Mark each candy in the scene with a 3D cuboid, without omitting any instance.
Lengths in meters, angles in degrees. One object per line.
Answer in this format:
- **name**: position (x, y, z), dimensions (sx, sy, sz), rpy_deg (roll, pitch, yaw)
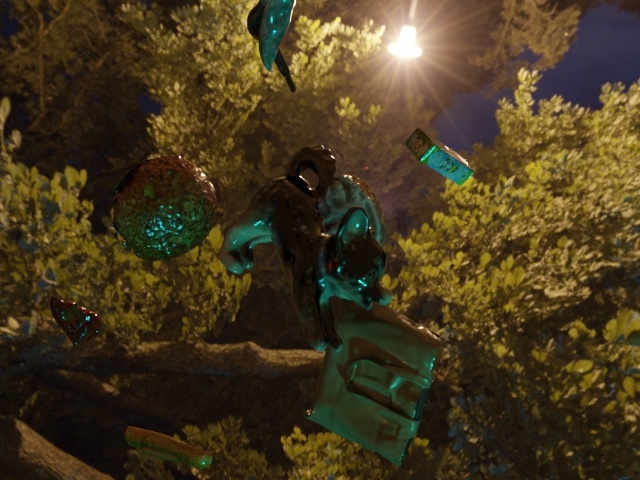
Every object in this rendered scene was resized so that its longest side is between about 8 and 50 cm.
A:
- **candy**: position (0.091, -0.071, 1.388), dimensions (0.157, 0.214, 0.289), rpy_deg (-18, -95, -61)
- **candy**: position (0.330, -0.229, 1.203), dimensions (0.194, 0.062, 0.097), rpy_deg (20, -147, -37)

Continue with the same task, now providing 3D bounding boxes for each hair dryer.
- **hair dryer**: position (-0.106, -0.469, 1.066), dimensions (0.075, 0.219, 0.195), rpy_deg (-29, -167, -9)

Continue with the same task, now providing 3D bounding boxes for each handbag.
- **handbag**: position (0.113, 0.294, 0.954), dimensions (0.253, 0.316, 0.109), rpy_deg (19, -178, 25)

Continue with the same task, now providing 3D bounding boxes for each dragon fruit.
- **dragon fruit**: position (-0.440, 0.147, 0.770), dimensions (0.097, 0.131, 0.063), rpy_deg (26, -118, -18)

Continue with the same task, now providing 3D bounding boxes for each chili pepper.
- **chili pepper**: position (-0.075, -0.363, 0.732), dimensions (0.050, 0.153, 0.041), rpy_deg (5, -136, -24)

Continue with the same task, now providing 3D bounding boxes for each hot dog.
- **hot dog**: position (-0.213, 0.292, 0.612), dimensions (0.137, 0.044, 0.028), rpy_deg (8, -126, 15)

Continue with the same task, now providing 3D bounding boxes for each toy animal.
- **toy animal**: position (0.000, 0.000, 0.828), dimensions (0.344, 0.194, 0.303), rpy_deg (38, -87, 19)

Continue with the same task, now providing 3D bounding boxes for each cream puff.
- **cream puff**: position (-0.446, -0.088, 1.327), dimensions (0.228, 0.350, 0.350), rpy_deg (23, -135, 18)
